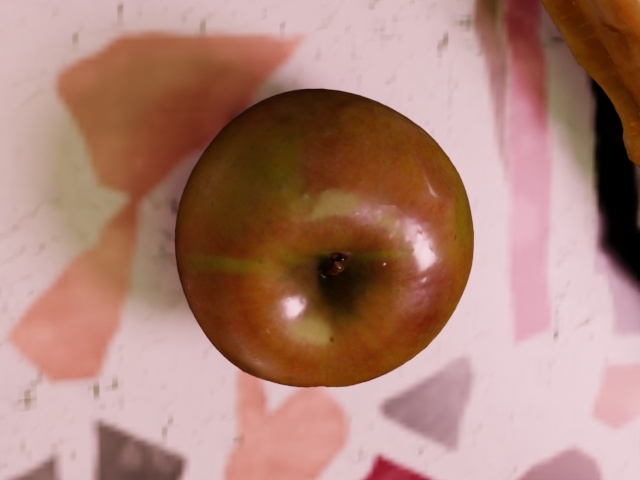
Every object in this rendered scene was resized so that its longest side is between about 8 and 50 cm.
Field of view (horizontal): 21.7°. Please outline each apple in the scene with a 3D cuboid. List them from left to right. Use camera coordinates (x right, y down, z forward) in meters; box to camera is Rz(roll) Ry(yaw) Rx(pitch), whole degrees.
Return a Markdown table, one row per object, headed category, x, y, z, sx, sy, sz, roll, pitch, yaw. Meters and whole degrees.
| category | x | y | z | sx | sy | sz | roll | pitch | yaw |
| --- | --- | --- | --- | --- | --- | --- | --- | --- | --- |
| apple | 0.000 | 0.000 | 0.496 | 0.090 | 0.074 | 0.089 | -4 | 104 | -16 |

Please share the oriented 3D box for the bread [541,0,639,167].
| category | x | y | z | sx | sy | sz | roll | pitch | yaw |
| --- | --- | --- | --- | --- | --- | --- | --- | --- | --- |
| bread | 0.149 | -0.055 | 0.534 | 0.139 | 0.077 | 0.271 | -36 | 109 | -5 |
